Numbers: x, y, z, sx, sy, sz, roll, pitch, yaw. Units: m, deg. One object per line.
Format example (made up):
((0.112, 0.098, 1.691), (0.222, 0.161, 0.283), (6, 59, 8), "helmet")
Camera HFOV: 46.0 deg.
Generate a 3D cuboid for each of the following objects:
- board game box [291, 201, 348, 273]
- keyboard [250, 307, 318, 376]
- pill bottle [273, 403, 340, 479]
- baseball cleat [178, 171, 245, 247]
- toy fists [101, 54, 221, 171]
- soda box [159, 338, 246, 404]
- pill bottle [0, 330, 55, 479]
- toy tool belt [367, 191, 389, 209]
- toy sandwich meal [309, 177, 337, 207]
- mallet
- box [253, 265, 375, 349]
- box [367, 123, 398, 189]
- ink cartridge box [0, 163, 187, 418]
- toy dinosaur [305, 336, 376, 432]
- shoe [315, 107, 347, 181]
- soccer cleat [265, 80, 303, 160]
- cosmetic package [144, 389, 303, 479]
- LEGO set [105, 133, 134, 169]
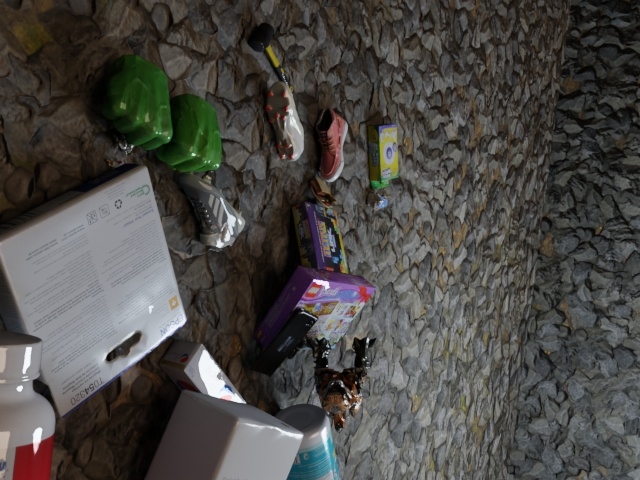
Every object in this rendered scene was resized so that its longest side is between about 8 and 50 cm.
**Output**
((0.000, 0.000, 1.842), (0.141, 0.048, 0.170), (13, 63, -58), "board game box")
((-0.077, 0.234, 1.720), (0.180, 0.023, 0.108), (-50, 142, 6), "keyboard")
((-0.032, 0.540, 1.820), (0.146, 0.146, 0.264), (-36, 124, -49), "pill bottle")
((-0.226, -0.052, 1.525), (0.206, 0.072, 0.109), (43, 65, -45), "baseball cleat")
((-0.284, -0.213, 1.378), (0.279, 0.096, 0.142), (32, 41, -54), "toy fists")
((-0.238, 0.295, 1.544), (0.069, 0.074, 0.216), (-58, 138, -33), "soda box")
((-0.490, 0.333, 1.032), (0.229, 0.229, 0.407), (7, 88, -56), "pill bottle")
((0.171, -0.111, 2.130), (0.083, 0.051, 0.052), (-4, 98, -56), "toy tool belt")
((0.008, -0.118, 1.874), (0.085, 0.029, 0.085), (40, 23, -20), "toy sandwich meal")
((-0.105, -0.395, 1.700), (0.062, 0.039, 0.189), (-60, 143, -33), "mallet")
((-0.007, 0.168, 1.813), (0.201, 0.057, 0.293), (-56, 149, 13), "box")
((0.178, -0.238, 2.136), (0.105, 0.043, 0.179), (-20, 112, -53), "box")
((-0.391, 0.077, 1.296), (0.324, 0.071, 0.330), (-39, 128, -48), "ink cartridge box")
((0.038, 0.341, 1.775), (0.164, 0.322, 0.218), (4, 75, -15), "toy dinosaur")
((0.019, -0.240, 1.881), (0.081, 0.063, 0.178), (35, 60, -51), "shoe")
((-0.078, -0.277, 1.731), (0.076, 0.068, 0.196), (-50, 140, -48), "soccer cleat")
((-0.231, 0.538, 1.438), (0.230, 0.161, 0.453), (32, 78, -53), "cosmetic package")
((-0.354, -0.164, 1.360), (0.054, 0.023, 0.083), (29, 70, -54), "LEGO set")
